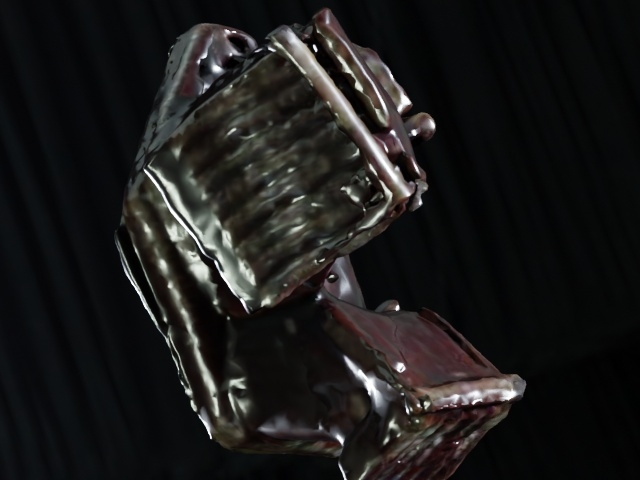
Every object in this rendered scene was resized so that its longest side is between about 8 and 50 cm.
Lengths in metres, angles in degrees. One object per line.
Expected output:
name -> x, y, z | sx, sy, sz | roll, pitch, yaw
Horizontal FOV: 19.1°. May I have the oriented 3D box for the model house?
model house -> 0.008, 0.001, 0.773 | 0.164, 0.203, 0.141 | -17, -165, 46
